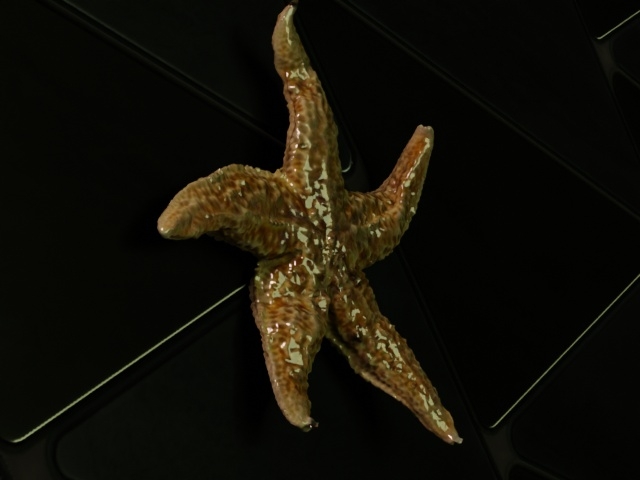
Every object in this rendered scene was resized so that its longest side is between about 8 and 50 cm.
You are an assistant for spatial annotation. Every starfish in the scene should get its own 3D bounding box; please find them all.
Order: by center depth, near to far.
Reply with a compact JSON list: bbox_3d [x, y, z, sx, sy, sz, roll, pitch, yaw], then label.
[{"bbox_3d":[0.000,0.000,0.915,0.236,0.062,0.277,-21,95,-50],"label":"starfish"}]
